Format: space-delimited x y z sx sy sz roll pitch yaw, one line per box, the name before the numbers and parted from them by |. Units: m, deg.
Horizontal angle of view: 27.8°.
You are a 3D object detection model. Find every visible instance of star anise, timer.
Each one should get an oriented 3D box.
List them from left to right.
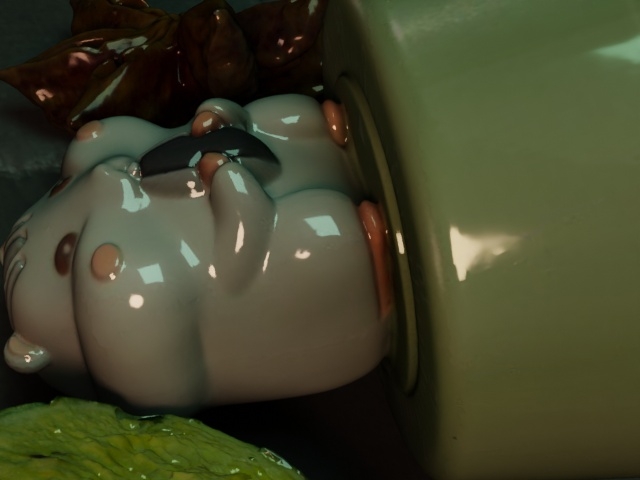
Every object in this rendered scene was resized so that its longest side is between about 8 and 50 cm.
star anise | -0.082 -0.101 0.770 0.212 0.111 0.196 6 7 4
timer | 0.000 0.000 0.637 0.315 0.291 0.291 -10 49 -7

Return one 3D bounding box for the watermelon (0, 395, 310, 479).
watermelon | -0.071 0.159 0.482 0.204 0.127 0.232 33 19 9
